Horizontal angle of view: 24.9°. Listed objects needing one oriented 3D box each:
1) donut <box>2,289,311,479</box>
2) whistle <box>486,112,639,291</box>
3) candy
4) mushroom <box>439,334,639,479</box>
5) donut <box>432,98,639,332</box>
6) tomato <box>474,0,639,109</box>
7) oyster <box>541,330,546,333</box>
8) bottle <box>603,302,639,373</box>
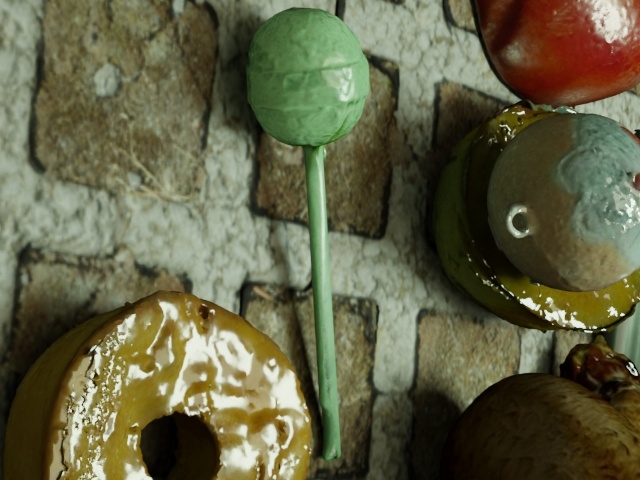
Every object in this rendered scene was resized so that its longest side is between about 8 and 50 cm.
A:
[{"bbox_3d":[-0.141,0.173,1.202,0.278,0.108,0.277,1,89,-45],"label":"donut"},{"bbox_3d":[0.303,-0.053,1.481,0.348,0.189,0.189,-17,102,-45],"label":"whistle"},{"bbox_3d":[0.000,0.000,1.373,0.119,0.119,0.439,-20,111,-44],"label":"candy"},{"bbox_3d":[0.293,0.293,1.516,0.356,0.334,0.330,-6,96,-31],"label":"mushroom"},{"bbox_3d":[0.232,-0.017,1.579,0.272,0.107,0.272,10,73,-33],"label":"donut"},{"bbox_3d":[0.314,-0.313,1.658,0.338,0.144,0.338,3,86,-44],"label":"tomato"},{"bbox_3d":[0.245,0.034,1.659,0.086,0.029,0.132,-40,111,-37],"label":"oyster"},{"bbox_3d":[0.379,0.115,1.769,0.096,0.079,0.253,14,80,-20],"label":"bottle"}]
